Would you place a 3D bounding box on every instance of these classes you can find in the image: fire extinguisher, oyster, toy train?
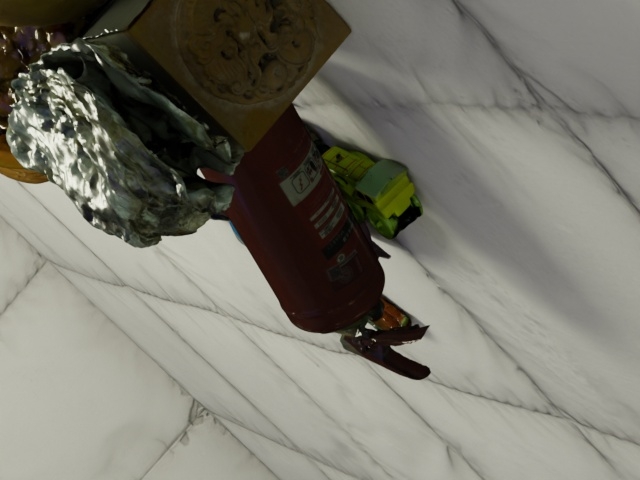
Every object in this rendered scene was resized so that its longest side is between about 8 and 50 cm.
[{"bbox_3d":[0.000,0.000,1.602,0.147,0.106,0.337,8,137,47],"label":"fire extinguisher"},{"bbox_3d":[-0.163,-0.072,1.384,0.198,0.112,0.268,39,166,-5],"label":"oyster"},{"bbox_3d":[0.000,-0.071,1.688,0.250,0.053,0.085,27,153,45],"label":"toy train"}]

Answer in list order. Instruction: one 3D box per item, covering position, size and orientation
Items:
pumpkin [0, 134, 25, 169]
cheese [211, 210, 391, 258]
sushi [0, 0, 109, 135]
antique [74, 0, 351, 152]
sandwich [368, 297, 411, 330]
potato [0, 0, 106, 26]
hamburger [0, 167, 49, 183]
[{"bbox_3d":[-0.333,-0.187,1.829,0.222,0.139,0.317,-21,149,35],"label":"pumpkin"},{"bbox_3d":[-0.056,-0.024,1.763,0.286,0.074,0.189,14,-168,-30],"label":"cheese"},{"bbox_3d":[-0.244,-0.189,1.650,0.200,0.204,0.213,50,158,-20],"label":"sushi"},{"bbox_3d":[-0.085,-0.169,1.410,0.152,0.146,0.148,45,164,-21],"label":"antique"},{"bbox_3d":[0.065,0.083,2.043,0.101,0.026,0.069,36,167,19],"label":"sandwich"},{"bbox_3d":[-0.280,-0.285,1.434,0.266,0.229,0.229,46,166,-6],"label":"potato"},{"bbox_3d":[-0.352,-0.168,2.129,0.245,0.155,0.282,15,157,45],"label":"hamburger"}]
